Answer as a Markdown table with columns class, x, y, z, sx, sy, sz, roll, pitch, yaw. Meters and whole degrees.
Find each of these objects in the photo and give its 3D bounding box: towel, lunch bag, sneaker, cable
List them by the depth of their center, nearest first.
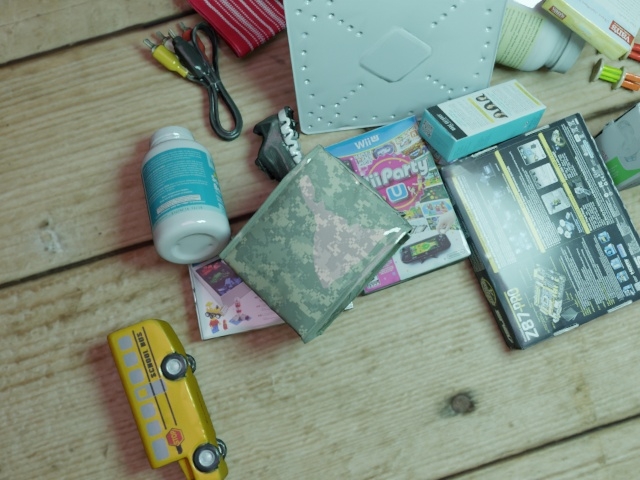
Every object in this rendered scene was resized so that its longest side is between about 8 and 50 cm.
| class | x | y | z | sx | sy | sz | roll | pitch | yaw |
| --- | --- | --- | --- | --- | --- | --- | --- | --- | --- |
| lunch bag | 0.000 | 0.000 | 1.267 | 0.235 | 0.169 | 0.287 | 43 | 100 | 10 |
| sneaker | -0.078 | -0.151 | 1.424 | 0.106 | 0.078 | 0.234 | -16 | 87 | 11 |
| cable | -0.242 | -0.348 | 1.477 | 0.139 | 0.072 | 0.287 | -37 | 95 | -24 |
| towel | -0.134 | -0.534 | 1.489 | 0.275 | 0.031 | 0.199 | -40 | 84 | -16 |

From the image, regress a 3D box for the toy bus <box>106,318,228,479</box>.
| class | x | y | z | sx | sy | sz | roll | pitch | yaw |
| --- | --- | --- | --- | --- | --- | --- | --- | --- | --- |
| toy bus | -0.287 | 0.315 | 1.321 | 0.130 | 0.108 | 0.332 | -21 | 81 | -4 |

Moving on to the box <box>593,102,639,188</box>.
| class | x | y | z | sx | sy | sz | roll | pitch | yaw |
| --- | --- | --- | --- | --- | --- | --- | --- | --- | --- |
| box | 0.683 | -0.204 | 1.346 | 0.231 | 0.262 | 0.126 | -18 | 81 | -5 |

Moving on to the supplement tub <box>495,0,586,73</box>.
| class | x | y | z | sx | sy | sz | roll | pitch | yaw |
| --- | --- | --- | --- | --- | --- | --- | --- | --- | --- |
| supplement tub | 0.375 | -0.482 | 1.402 | 0.325 | 0.235 | 0.235 | 18 | 81 | 2 |

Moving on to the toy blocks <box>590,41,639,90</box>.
| class | x | y | z | sx | sy | sz | roll | pitch | yaw |
| --- | --- | --- | --- | --- | --- | --- | --- | --- | --- |
| toy blocks | 0.669 | -0.374 | 1.480 | 0.148 | 0.054 | 0.123 | 17 | 80 | 2 |

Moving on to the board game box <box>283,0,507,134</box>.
| class | x | y | z | sx | sy | sz | roll | pitch | yaw |
| --- | --- | --- | --- | --- | --- | --- | --- | --- | --- |
| board game box | 0.138 | -0.364 | 1.306 | 0.390 | 0.390 | 0.050 | -7 | 60 | 0 |

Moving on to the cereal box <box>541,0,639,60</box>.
| class | x | y | z | sx | sy | sz | roll | pitch | yaw |
| --- | --- | --- | --- | --- | --- | --- | --- | --- | --- |
| cereal box | 0.529 | -0.471 | 1.276 | 0.173 | 0.047 | 0.240 | 35 | 69 | -6 |

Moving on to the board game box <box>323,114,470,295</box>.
| class | x | y | z | sx | sy | sz | roll | pitch | yaw |
| --- | --- | --- | --- | --- | --- | --- | --- | --- | --- |
| board game box | 0.138 | -0.068 | 1.393 | 0.224 | 0.097 | 0.303 | -20 | 80 | 0 |

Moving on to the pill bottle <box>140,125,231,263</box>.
| class | x | y | z | sx | sy | sz | roll | pitch | yaw |
| --- | --- | --- | --- | --- | --- | --- | --- | --- | --- |
| pill bottle | -0.270 | -0.097 | 1.354 | 0.146 | 0.146 | 0.264 | -16 | 61 | -3 |

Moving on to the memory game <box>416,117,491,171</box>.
| class | x | y | z | sx | sy | sz | roll | pitch | yaw |
| --- | --- | --- | --- | --- | --- | --- | --- | --- | --- |
| memory game | 0.270 | -0.209 | 1.467 | 0.186 | 0.012 | 0.186 | 0 | 81 | -1 |

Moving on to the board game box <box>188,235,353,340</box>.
| class | x | y | z | sx | sy | sz | roll | pitch | yaw |
| --- | --- | --- | --- | --- | --- | --- | --- | --- | --- |
| board game box | -0.103 | 0.076 | 1.392 | 0.305 | 0.053 | 0.193 | -11 | 80 | -3 |

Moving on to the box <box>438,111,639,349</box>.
| class | x | y | z | sx | sy | sz | roll | pitch | yaw |
| --- | --- | --- | --- | --- | --- | --- | --- | --- | --- |
| box | 0.453 | -0.019 | 1.393 | 0.318 | 0.097 | 0.395 | -23 | 83 | -7 |

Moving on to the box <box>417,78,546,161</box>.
| class | x | y | z | sx | sy | sz | roll | pitch | yaw |
| --- | --- | --- | --- | --- | --- | --- | --- | --- | --- |
| box | 0.322 | -0.240 | 1.368 | 0.244 | 0.060 | 0.100 | -22 | 58 | -25 |
